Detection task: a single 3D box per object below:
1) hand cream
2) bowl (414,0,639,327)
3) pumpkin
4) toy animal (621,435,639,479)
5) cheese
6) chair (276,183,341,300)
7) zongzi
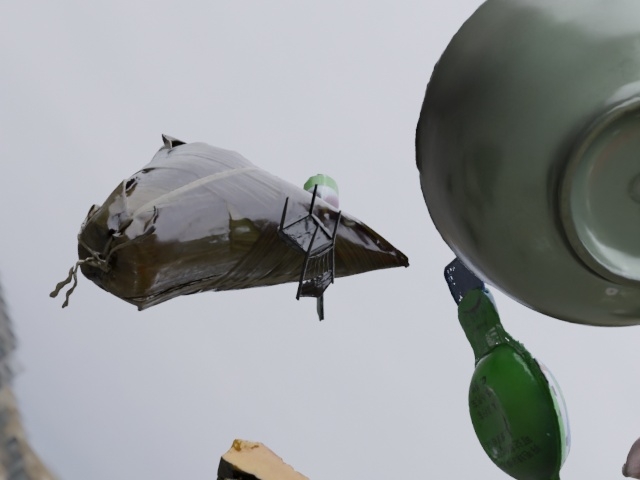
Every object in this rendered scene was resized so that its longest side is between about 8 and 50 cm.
[{"bbox_3d":[0.001,0.000,2.409,0.275,0.050,0.079,-89,154,-61],"label":"hand cream"},{"bbox_3d":[0.273,-0.068,1.662,0.354,0.354,0.185,62,1,-20],"label":"bowl"},{"bbox_3d":[-0.041,0.188,1.300,0.074,0.054,0.083,31,-52,22],"label":"pumpkin"},{"bbox_3d":[0.370,0.182,1.797,0.124,0.212,0.124,40,-23,21],"label":"toy animal"},{"bbox_3d":[0.226,0.167,2.293,0.204,0.083,0.320,133,-60,-66],"label":"cheese"},{"bbox_3d":[-0.010,0.001,1.398,0.042,0.037,0.086,42,-37,31],"label":"chair"},{"bbox_3d":[-0.061,0.007,1.516,0.241,0.247,0.111,17,-71,9],"label":"zongzi"}]
